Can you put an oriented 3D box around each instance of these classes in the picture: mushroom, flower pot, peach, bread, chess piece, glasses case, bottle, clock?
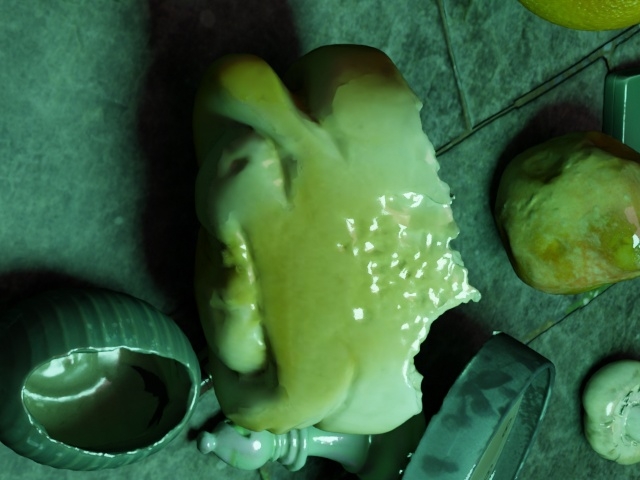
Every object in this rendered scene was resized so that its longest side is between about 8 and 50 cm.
[{"bbox_3d":[0.432,0.243,2.233,0.154,0.122,0.154,-14,118,-28],"label":"mushroom"},{"bbox_3d":[-0.241,0.142,1.652,0.243,0.157,0.189,9,101,-40],"label":"flower pot"},{"bbox_3d":[0.332,-0.027,1.993,0.214,0.235,0.214,-6,104,-27],"label":"peach"},{"bbox_3d":[-0.003,0.009,1.677,0.245,0.329,0.423,-13,114,-35],"label":"bread"},{"bbox_3d":[-0.018,0.231,1.890,0.272,0.139,0.139,1,105,-27],"label":"chess piece"},{"bbox_3d":[0.419,-0.138,2.144,0.078,0.039,0.184,-15,114,-34],"label":"glasses case"},{"bbox_3d":[-0.125,0.145,1.815,0.101,0.047,0.063,-41,136,-19],"label":"bottle"},{"bbox_3d":[0.173,0.297,1.955,0.386,0.076,0.386,-53,159,-31],"label":"clock"}]

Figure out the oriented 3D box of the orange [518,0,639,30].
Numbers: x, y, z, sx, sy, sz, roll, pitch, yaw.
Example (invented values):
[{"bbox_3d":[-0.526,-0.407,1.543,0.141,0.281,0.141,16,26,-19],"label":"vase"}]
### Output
[{"bbox_3d":[0.314,-0.375,1.840,0.274,0.274,0.274,-13,113,-34],"label":"orange"}]
